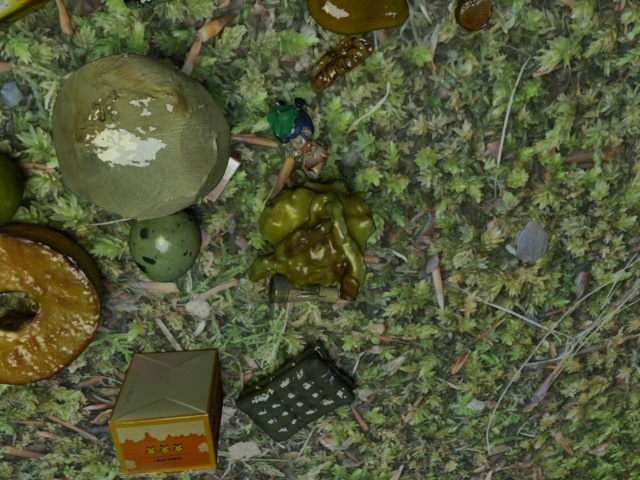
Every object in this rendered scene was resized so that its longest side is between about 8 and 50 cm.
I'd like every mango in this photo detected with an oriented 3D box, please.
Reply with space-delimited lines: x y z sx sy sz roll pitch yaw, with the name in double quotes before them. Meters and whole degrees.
"mango" 0.083 -0.520 1.174 0.227 0.099 0.136 1 82 -8

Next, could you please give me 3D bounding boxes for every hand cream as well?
"hand cream" -0.044 0.146 1.506 0.203 0.084 0.084 9 114 -17

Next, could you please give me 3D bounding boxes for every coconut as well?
"coconut" -0.375 -0.212 1.124 0.346 0.360 0.346 4 110 11

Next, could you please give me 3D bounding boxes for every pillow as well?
"pillow" -0.073 0.475 1.643 0.326 0.101 0.228 -32 115 12

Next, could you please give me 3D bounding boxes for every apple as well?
"apple" -0.798 -0.122 1.237 0.196 0.196 0.157 -8 151 -2

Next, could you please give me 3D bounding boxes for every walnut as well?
"walnut" 0.043 -0.407 1.211 0.170 0.143 0.069 -34 103 10

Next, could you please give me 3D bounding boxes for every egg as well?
"egg" -0.394 0.012 1.352 0.177 0.177 0.228 12 128 -10

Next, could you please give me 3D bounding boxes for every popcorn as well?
"popcorn" -0.007 -0.005 1.348 0.321 0.290 0.325 4 154 33

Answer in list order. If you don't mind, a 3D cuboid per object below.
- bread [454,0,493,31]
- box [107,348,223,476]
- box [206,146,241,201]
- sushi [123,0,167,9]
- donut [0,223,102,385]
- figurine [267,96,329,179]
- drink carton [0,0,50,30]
"bread" 0.352 -0.529 1.230 0.085 0.053 0.085 -3 128 -4
"box" -0.419 0.480 1.509 0.259 0.283 0.214 -2 117 -4
"box" -0.247 -0.168 1.326 0.043 0.089 0.125 31 110 -19
"sushi" -0.316 -0.563 1.109 0.225 0.136 0.126 -23 118 -2
"donut" -0.754 0.153 1.396 0.377 0.163 0.435 -3 114 -5
"figurine" -0.054 -0.251 1.297 0.102 0.111 0.195 -56 133 -22
"drink carton" -0.667 -0.505 1.091 0.351 0.154 0.111 -27 114 7
